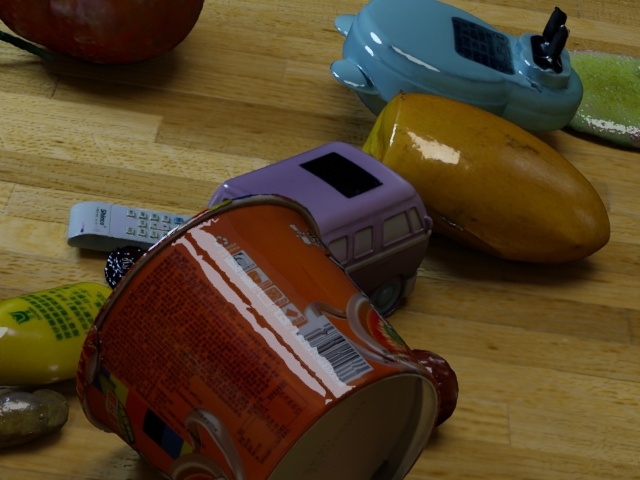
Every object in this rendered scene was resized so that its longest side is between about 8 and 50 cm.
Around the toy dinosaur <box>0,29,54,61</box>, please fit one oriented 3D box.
[{"bbox_3d":[-0.500,-0.263,2.043,0.383,0.076,0.129,-3,40,-13],"label":"toy dinosaur"}]

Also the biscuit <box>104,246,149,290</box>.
[{"bbox_3d":[-0.159,0.031,1.704,0.089,0.027,0.087,28,37,28],"label":"biscuit"}]

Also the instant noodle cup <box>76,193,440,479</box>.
[{"bbox_3d":[-0.040,0.117,1.415,0.250,0.250,0.192,-19,49,-37],"label":"instant noodle cup"}]

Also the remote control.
[{"bbox_3d":[-0.163,-0.004,1.759,0.166,0.029,0.065,9,30,-10],"label":"remote control"}]

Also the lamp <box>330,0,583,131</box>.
[{"bbox_3d":[0.154,-0.190,2.021,0.284,0.147,0.209,1,34,2],"label":"lamp"}]

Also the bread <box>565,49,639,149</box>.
[{"bbox_3d":[0.362,-0.175,2.162,0.228,0.033,0.228,7,30,-4],"label":"bread"}]

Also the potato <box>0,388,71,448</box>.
[{"bbox_3d":[-0.249,0.146,1.482,0.092,0.045,0.046,-7,-4,-27],"label":"potato"}]

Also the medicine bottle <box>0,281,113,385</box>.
[{"bbox_3d":[-0.270,0.090,1.514,0.260,0.064,0.095,-12,47,-46],"label":"medicine bottle"}]

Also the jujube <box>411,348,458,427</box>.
[{"bbox_3d":[0.055,0.137,1.557,0.129,0.077,0.077,-13,37,-13],"label":"jujube"}]

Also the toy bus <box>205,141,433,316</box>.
[{"bbox_3d":[0.000,0.000,1.686,0.202,0.142,0.142,-22,43,-41],"label":"toy bus"}]

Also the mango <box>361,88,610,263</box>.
[{"bbox_3d":[0.172,-0.056,1.826,0.257,0.138,0.187,19,8,-13],"label":"mango"}]

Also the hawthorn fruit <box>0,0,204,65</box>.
[{"bbox_3d":[-0.255,-0.337,2.038,0.284,0.284,0.284,7,32,-4],"label":"hawthorn fruit"}]
